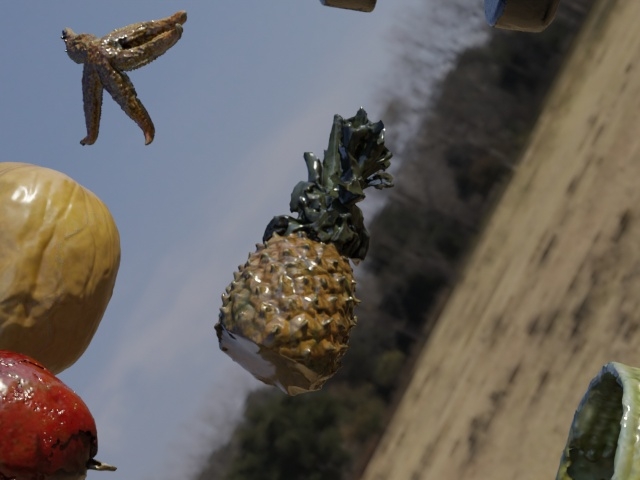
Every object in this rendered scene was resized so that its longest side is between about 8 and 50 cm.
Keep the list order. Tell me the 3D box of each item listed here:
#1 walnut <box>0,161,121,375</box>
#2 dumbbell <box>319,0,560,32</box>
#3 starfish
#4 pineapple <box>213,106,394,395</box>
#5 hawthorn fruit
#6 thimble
[{"bbox_3d":[-0.300,0.034,1.497,0.195,0.195,0.221,84,-160,-84],"label":"walnut"},{"bbox_3d":[0.111,-0.276,1.380,0.152,0.218,0.152,-174,90,-88],"label":"dumbbell"},{"bbox_3d":[-0.168,-0.134,1.149,0.041,0.130,0.133,8,-69,-57],"label":"starfish"},{"bbox_3d":[0.000,0.000,1.256,0.125,0.125,0.251,112,-178,-61],"label":"pineapple"},{"bbox_3d":[-0.263,0.178,1.331,0.148,0.172,0.148,-162,90,-82],"label":"hawthorn fruit"},{"bbox_3d":[0.331,0.265,1.522,0.271,0.150,0.270,-165,90,-90],"label":"thimble"}]
